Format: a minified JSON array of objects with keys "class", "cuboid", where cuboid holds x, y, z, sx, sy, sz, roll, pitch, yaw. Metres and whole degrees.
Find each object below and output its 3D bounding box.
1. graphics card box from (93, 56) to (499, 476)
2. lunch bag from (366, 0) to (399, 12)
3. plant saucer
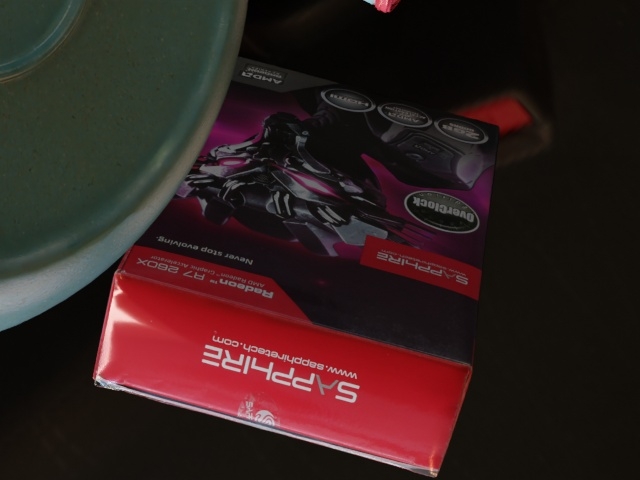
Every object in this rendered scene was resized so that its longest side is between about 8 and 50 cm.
[{"class":"graphics card box","cuboid":[0.000,0.000,1.198,0.233,0.371,0.094,15,118,2]},{"class":"lunch bag","cuboid":[0.087,-0.388,1.750,0.120,0.258,0.293,28,144,8]},{"class":"plant saucer","cuboid":[-0.135,-0.111,0.629,0.318,0.044,0.317,-11,106,-44]}]
